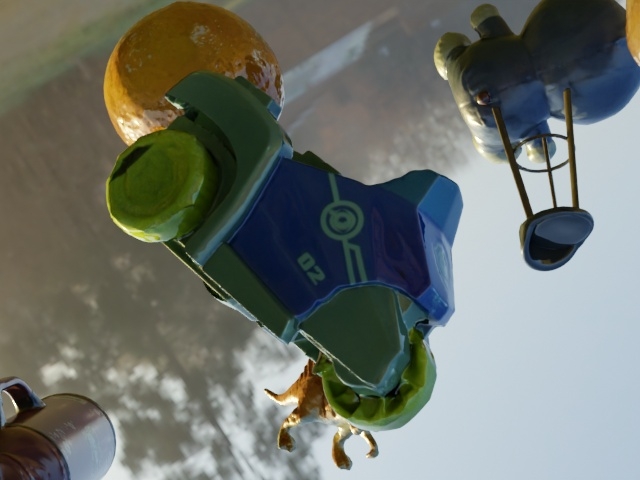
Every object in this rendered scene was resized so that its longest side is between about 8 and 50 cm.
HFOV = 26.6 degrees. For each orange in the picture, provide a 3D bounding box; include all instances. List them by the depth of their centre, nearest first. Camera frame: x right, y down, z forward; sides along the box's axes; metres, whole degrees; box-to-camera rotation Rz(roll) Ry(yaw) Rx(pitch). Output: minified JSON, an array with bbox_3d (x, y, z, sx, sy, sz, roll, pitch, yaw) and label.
[{"bbox_3d":[-0.122,-0.148,1.318,0.177,0.177,0.155,-15,-121,66],"label":"orange"}]

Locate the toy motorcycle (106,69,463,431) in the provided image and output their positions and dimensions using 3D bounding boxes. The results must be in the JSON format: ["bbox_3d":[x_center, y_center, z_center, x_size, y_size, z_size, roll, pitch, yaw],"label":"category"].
[{"bbox_3d":[0.000,0.000,1.104,0.200,0.326,0.191,-51,146,-4],"label":"toy motorcycle"}]

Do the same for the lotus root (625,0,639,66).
[{"bbox_3d":[0.437,-0.272,1.318,0.250,0.316,0.316,-42,179,42],"label":"lotus root"}]

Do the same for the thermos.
[{"bbox_3d":[-0.272,0.204,1.281,0.330,0.109,0.136,-21,126,-88],"label":"thermos"}]

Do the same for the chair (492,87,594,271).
[{"bbox_3d":[0.285,-0.077,1.679,0.095,0.104,0.221,-32,-131,43],"label":"chair"}]

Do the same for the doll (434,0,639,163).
[{"bbox_3d":[0.298,-0.228,1.798,0.258,0.228,0.154,-23,179,5],"label":"doll"}]

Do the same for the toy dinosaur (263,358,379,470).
[{"bbox_3d":[0.002,0.154,1.375,0.057,0.142,0.212,-9,-149,-42],"label":"toy dinosaur"}]
